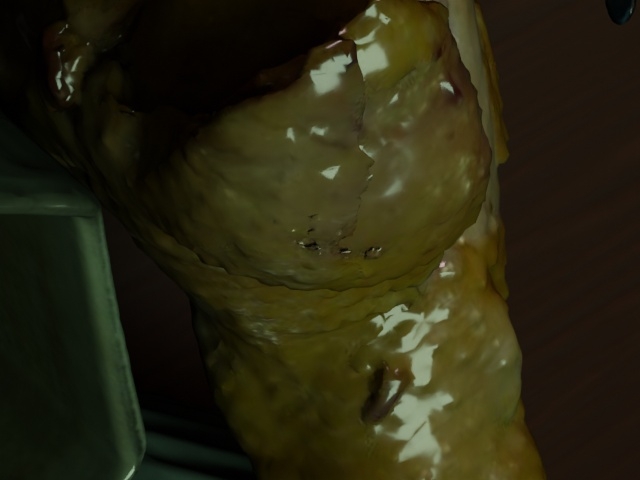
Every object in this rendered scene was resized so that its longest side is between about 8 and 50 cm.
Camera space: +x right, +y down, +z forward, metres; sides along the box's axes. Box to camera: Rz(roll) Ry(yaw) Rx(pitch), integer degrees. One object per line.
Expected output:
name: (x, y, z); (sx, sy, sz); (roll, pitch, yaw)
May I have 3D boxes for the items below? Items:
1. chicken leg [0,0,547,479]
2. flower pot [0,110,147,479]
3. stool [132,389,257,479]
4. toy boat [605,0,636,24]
chicken leg: (0.000, 0.000, 0.664); (0.182, 0.295, 0.409); (-18, 93, -7)
flower pot: (-0.198, 0.034, 0.672); (0.239, 0.189, 0.209); (-49, 138, -1)
stool: (-0.047, 0.211, 0.861); (0.330, 0.297, 0.297); (26, 98, -42)
toy boat: (0.126, -0.177, 0.861); (0.141, 0.141, 0.269); (-50, 138, -3)
